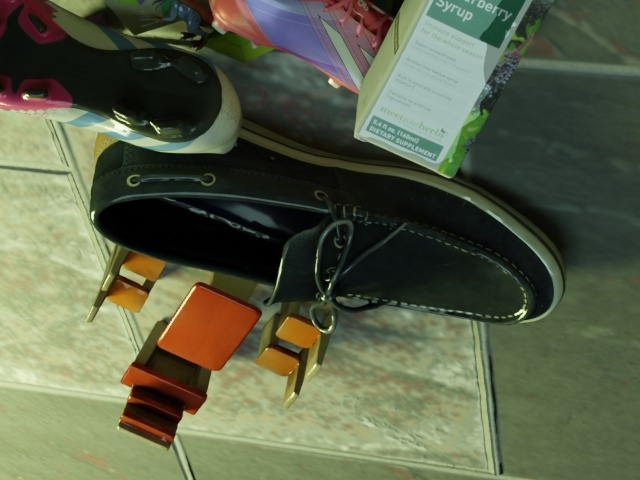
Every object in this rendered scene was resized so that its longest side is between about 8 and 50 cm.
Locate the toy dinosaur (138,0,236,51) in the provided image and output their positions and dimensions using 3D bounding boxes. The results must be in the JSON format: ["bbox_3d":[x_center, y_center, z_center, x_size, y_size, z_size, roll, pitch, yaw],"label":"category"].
[{"bbox_3d":[-0.125,-0.216,1.421,0.090,0.047,0.082,-18,131,-8],"label":"toy dinosaur"}]

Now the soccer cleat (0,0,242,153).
[{"bbox_3d":[-0.225,-0.151,1.478,0.331,0.116,0.143,21,175,16],"label":"soccer cleat"}]

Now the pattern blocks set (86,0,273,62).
[{"bbox_3d":[-0.146,-0.261,1.411,0.285,0.026,0.325,38,138,-24],"label":"pattern blocks set"}]

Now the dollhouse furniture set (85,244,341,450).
[{"bbox_3d":[-0.146,0.124,1.804,0.262,0.135,0.259,25,142,-9],"label":"dollhouse furniture set"}]

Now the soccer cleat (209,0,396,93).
[{"bbox_3d":[0.023,-0.188,1.370,0.248,0.083,0.095,20,140,-17],"label":"soccer cleat"}]

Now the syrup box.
[{"bbox_3d":[0.119,-0.181,1.280,0.093,0.096,0.237,23,121,-9],"label":"syrup box"}]

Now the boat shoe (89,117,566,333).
[{"bbox_3d":[0.000,0.000,1.576,0.500,0.156,0.187,19,141,-3],"label":"boat shoe"}]
